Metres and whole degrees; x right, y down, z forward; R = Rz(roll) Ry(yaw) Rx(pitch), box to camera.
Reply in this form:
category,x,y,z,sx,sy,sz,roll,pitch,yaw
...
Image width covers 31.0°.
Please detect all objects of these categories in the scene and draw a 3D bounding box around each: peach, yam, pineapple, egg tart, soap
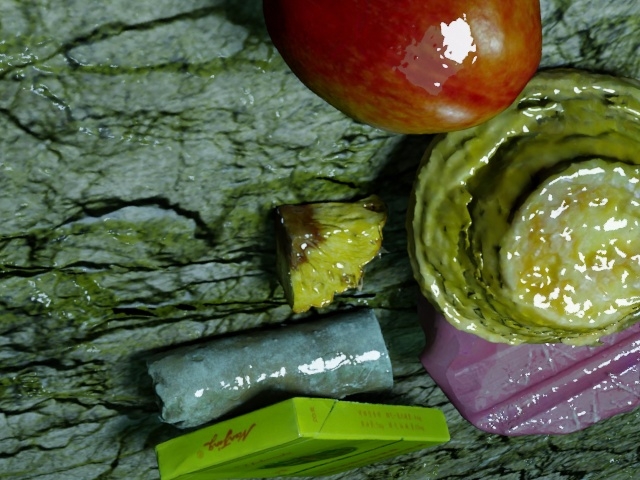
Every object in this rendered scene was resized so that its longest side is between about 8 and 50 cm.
category,x,y,z,sx,sy,sz,roll,pitch,yaw
peach,0.052,-0.165,0.795,0.197,0.197,0.197,-13,144,-10
yam,-0.052,0.137,1.220,0.259,0.093,0.093,-10,143,-13
pineapple,0.000,0.000,1.095,0.137,0.069,0.116,-42,134,15
egg tart,0.222,-0.014,1.033,0.294,0.123,0.294,-2,110,-6
soap,0.265,0.085,1.211,0.324,0.127,0.220,-25,112,4

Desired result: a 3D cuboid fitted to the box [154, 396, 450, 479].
category,x,y,z,sx,sy,sz,roll,pitch,yaw
box,-0.009,0.228,1.304,0.187,0.047,0.335,-22,160,28
